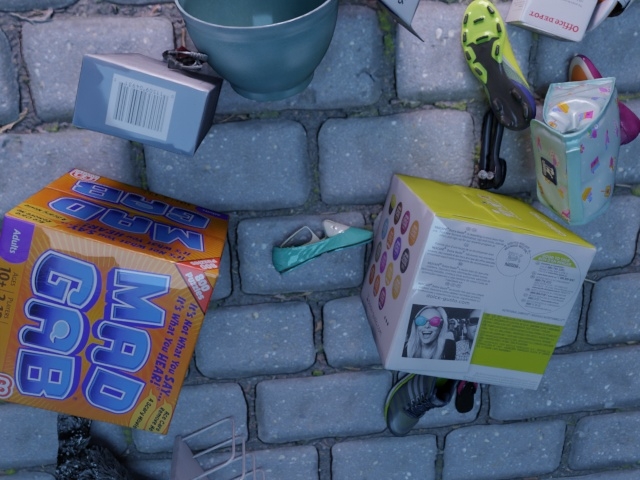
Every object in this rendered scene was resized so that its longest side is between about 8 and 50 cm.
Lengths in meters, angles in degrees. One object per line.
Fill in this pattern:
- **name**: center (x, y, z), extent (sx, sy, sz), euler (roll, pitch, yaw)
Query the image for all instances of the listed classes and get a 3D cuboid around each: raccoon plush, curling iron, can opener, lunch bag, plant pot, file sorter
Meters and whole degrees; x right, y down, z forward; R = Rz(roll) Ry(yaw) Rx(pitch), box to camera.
- **raccoon plush**: center (-0.505, 0.598, 1.371), extent (0.299, 0.216, 0.446), euler (2, 110, -15)
- **curling iron**: center (-0.265, -0.344, 1.010), extent (0.068, 0.274, 0.035), euler (-3, 112, -23)
- **can opener**: center (0.393, -0.207, 1.251), extent (0.059, 0.073, 0.186), euler (6, 111, 33)
- **lunch bag**: center (0.532, -0.185, 1.134), extent (0.160, 0.262, 0.223), euler (3, 129, 31)
- **plant pot**: center (-0.104, -0.390, 1.022), extent (0.293, 0.293, 0.196), euler (-9, 141, -3)
- **file sorter**: center (-0.246, 0.641, 1.413), extent (0.173, 0.193, 0.277), euler (-24, 111, -1)

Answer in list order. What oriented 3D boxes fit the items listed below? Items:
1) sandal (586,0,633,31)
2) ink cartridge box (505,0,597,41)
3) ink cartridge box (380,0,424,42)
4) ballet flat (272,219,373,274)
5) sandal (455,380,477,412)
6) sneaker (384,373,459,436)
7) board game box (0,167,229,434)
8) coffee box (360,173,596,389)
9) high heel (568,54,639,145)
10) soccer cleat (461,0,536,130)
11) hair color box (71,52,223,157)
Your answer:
- **sandal**: center (0.644, -0.550, 1.121), extent (0.076, 0.102, 0.265), euler (24, 104, -11)
- **ink cartridge box**: center (0.494, -0.531, 1.119), extent (0.148, 0.086, 0.203), euler (14, 109, -10)
- **ink cartridge box**: center (0.076, -0.511, 1.001), extent (0.333, 0.165, 0.065), euler (31, 112, -31)
- **ballet flat**: center (0.000, 0.000, 1.266), extent (0.247, 0.083, 0.087), euler (-21, 97, 0)
- **sandal**: center (0.397, 0.399, 1.471), extent (0.067, 0.040, 0.179), euler (-8, 111, -3)
- **sneaker**: center (0.270, 0.400, 1.415), extent (0.111, 0.121, 0.300), euler (26, 105, -14)
- **board game box**: center (-0.416, 0.106, 1.110), extent (0.357, 0.356, 0.356), euler (17, 107, -12)
- **coffee box**: center (0.307, 0.074, 1.185), extent (0.338, 0.337, 0.334), euler (11, 109, -9)
- **high heel**: center (0.648, -0.323, 1.224), extent (0.117, 0.082, 0.244), euler (-34, 102, -12)
- **soccer cleat**: center (0.381, -0.372, 1.170), extent (0.093, 0.121, 0.289), euler (-21, 94, 30)
- **hair color box**: center (-0.288, -0.257, 0.981), extent (0.185, 0.374, 0.113), euler (15, 107, -11)
